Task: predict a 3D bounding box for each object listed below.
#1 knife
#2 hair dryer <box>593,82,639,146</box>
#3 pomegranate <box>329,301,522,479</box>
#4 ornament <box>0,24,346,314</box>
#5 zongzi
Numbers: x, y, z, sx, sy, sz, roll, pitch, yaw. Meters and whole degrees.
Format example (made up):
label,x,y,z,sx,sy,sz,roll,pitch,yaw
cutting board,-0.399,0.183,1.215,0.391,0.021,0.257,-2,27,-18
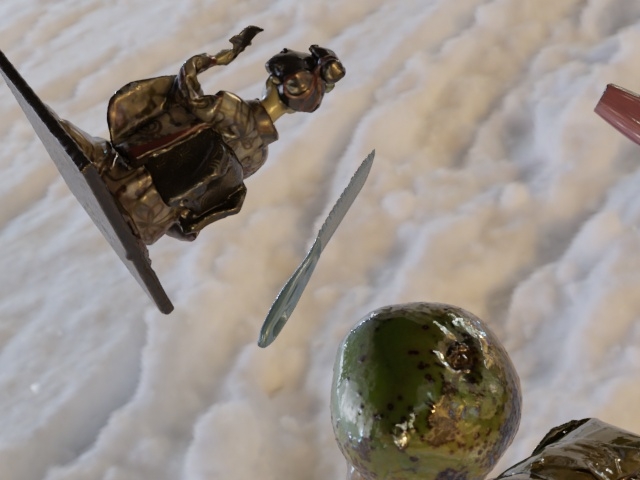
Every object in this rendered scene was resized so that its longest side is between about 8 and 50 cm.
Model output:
label,x,y,z,sx,sy,sz,roll,pitch,yaw
knife,0.000,0.000,1.435,0.019,0.044,0.313,17,45,15
hair dryer,0.372,-0.140,1.527,0.106,0.054,0.154,34,21,14
pomegranate,0.127,0.253,1.904,0.285,0.341,0.285,15,44,-15
ornament,-0.081,-0.083,0.905,0.196,0.166,0.153,-32,51,-10
zongzi,0.181,0.355,1.223,0.160,0.323,0.360,5,11,42
